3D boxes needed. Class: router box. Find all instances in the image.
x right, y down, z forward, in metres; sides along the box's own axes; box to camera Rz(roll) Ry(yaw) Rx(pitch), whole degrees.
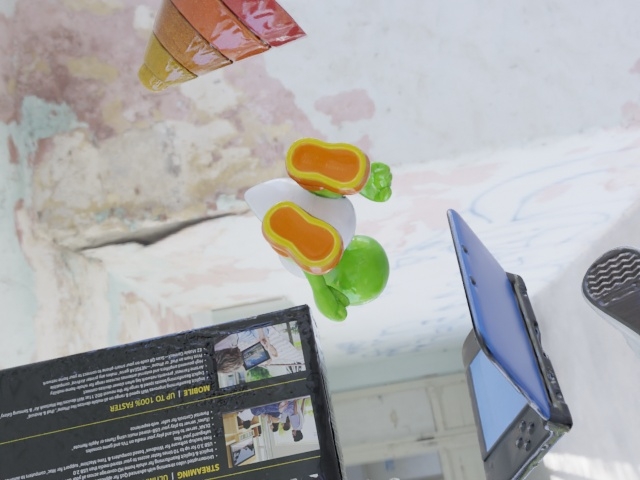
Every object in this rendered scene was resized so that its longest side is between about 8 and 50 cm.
[{"bbox_3d":[-0.079,0.117,0.346,0.046,0.179,0.133,75,-176,-66],"label":"router box"}]

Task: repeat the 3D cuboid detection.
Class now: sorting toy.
[{"bbox_3d":[-0.154,-0.193,0.417,0.365,0.126,0.127,27,-155,-56],"label":"sorting toy"}]

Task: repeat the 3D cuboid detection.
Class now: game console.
[{"bbox_3d":[0.211,0.147,0.925,0.293,0.173,0.250,-86,17,-55],"label":"game console"}]

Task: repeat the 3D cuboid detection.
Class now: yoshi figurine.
[{"bbox_3d":[0.028,0.003,0.946,0.362,0.204,0.203,82,166,-77],"label":"yoshi figurine"}]

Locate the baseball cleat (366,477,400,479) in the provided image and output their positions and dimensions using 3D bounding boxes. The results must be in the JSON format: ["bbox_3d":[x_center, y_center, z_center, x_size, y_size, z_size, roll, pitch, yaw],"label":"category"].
[{"bbox_3d":[0.057,0.196,0.348,0.109,0.072,0.206,49,-179,2],"label":"baseball cleat"}]

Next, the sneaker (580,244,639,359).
[{"bbox_3d":[0.338,0.108,0.552,0.123,0.106,0.290,39,-164,-26],"label":"sneaker"}]
